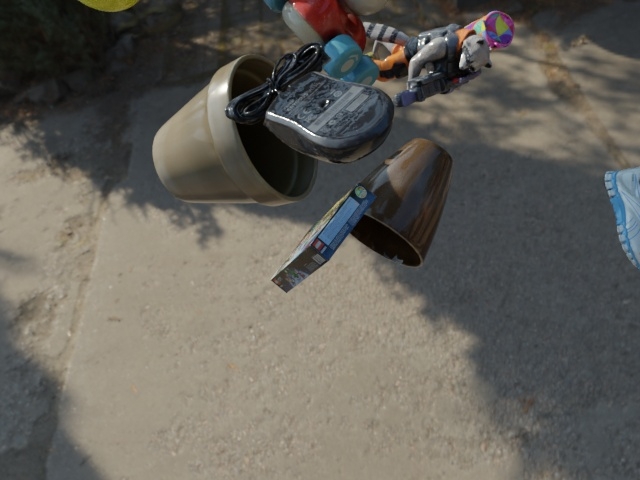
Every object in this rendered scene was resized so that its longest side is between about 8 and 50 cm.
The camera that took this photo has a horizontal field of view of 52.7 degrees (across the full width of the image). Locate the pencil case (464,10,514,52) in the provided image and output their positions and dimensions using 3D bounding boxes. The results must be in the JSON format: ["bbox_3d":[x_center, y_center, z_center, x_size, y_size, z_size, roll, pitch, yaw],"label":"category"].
[{"bbox_3d":[0.410,-0.528,1.725,0.104,0.104,0.236,-34,10,-20],"label":"pencil case"}]

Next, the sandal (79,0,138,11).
[{"bbox_3d":[-0.180,-0.396,0.651,0.126,0.317,0.138,11,6,-22],"label":"sandal"}]

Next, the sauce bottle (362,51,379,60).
[{"bbox_3d":[0.116,-0.445,1.619,0.042,0.042,0.128,5,25,18],"label":"sauce bottle"}]

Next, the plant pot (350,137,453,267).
[{"bbox_3d":[0.182,-0.097,1.386,0.215,0.215,0.230,25,74,32],"label":"plant pot"}]

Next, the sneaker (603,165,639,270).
[{"bbox_3d":[0.541,-0.041,1.083,0.083,0.071,0.190,-21,70,36],"label":"sneaker"}]

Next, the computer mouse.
[{"bbox_3d":[0.005,-0.178,0.912,0.188,0.072,0.272,-40,46,-14],"label":"computer mouse"}]

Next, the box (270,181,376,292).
[{"bbox_3d":[0.000,0.000,1.198,0.044,0.233,0.159,39,62,-5],"label":"box"}]

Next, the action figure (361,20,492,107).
[{"bbox_3d":[0.205,-0.400,1.412,0.330,0.178,0.341,7,25,31],"label":"action figure"}]

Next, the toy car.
[{"bbox_3d":[0.061,-0.435,1.174,0.238,0.210,0.219,-42,73,14],"label":"toy car"}]

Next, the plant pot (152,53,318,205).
[{"bbox_3d":[-0.204,-0.208,1.434,0.280,0.323,0.323,-15,40,30],"label":"plant pot"}]
